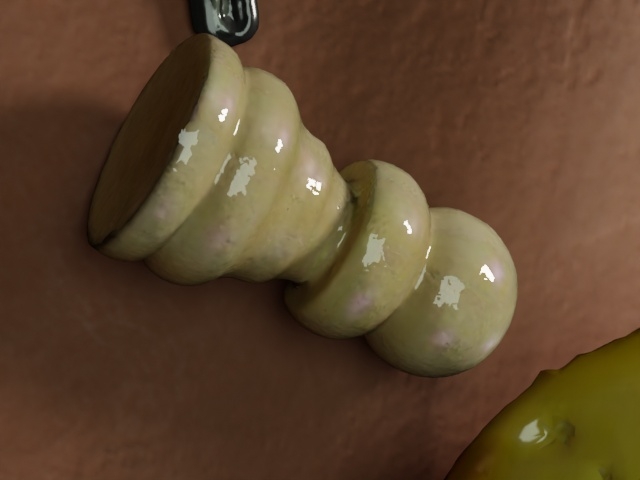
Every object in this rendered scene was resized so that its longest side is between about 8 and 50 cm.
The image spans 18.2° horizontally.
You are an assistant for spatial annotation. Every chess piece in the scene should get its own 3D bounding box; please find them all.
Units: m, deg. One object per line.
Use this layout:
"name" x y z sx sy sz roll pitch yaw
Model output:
"chess piece" 0.000 0.000 0.791 0.170 0.094 0.094 30 78 -21

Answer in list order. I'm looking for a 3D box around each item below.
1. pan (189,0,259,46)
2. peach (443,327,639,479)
"pan" -0.052 -0.195 0.808 0.136 0.028 0.235 -10 90 -18
"peach" 0.236 0.179 0.736 0.306 0.380 0.242 -64 145 -34
